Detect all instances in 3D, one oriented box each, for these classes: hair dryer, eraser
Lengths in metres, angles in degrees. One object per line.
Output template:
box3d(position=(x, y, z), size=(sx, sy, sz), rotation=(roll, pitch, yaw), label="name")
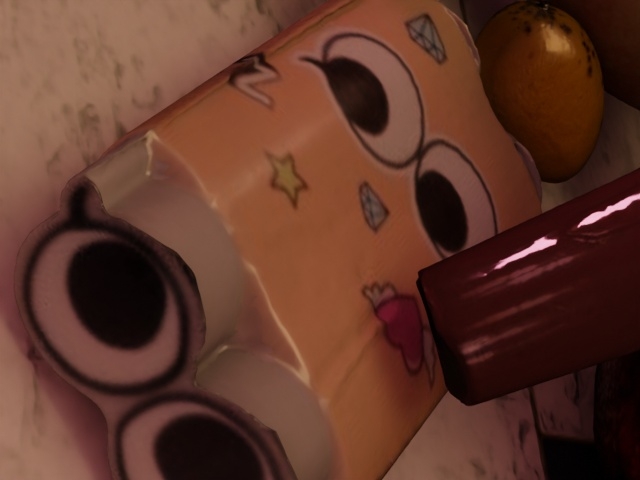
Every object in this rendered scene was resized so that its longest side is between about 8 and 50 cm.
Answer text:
box3d(position=(0.160, -0.092, 0.744), size=(0.123, 0.312, 0.340), rotation=(76, -5, -46), label="hair dryer")
box3d(position=(0.000, 0.000, 0.702), size=(0.171, 0.087, 0.290), rotation=(61, 34, -10), label="eraser")

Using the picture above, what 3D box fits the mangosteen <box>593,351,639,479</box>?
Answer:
box3d(position=(0.357, 0.076, 0.893), size=(0.421, 0.381, 0.381), rotation=(-11, 81, -51), label="mangosteen")

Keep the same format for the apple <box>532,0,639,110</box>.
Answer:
box3d(position=(0.257, -0.239, 0.996), size=(0.319, 0.319, 0.277), rotation=(52, 18, -24), label="apple")

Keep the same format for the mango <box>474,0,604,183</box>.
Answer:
box3d(position=(0.125, -0.084, 0.937), size=(0.079, 0.057, 0.114), rotation=(-28, 119, -13), label="mango")
